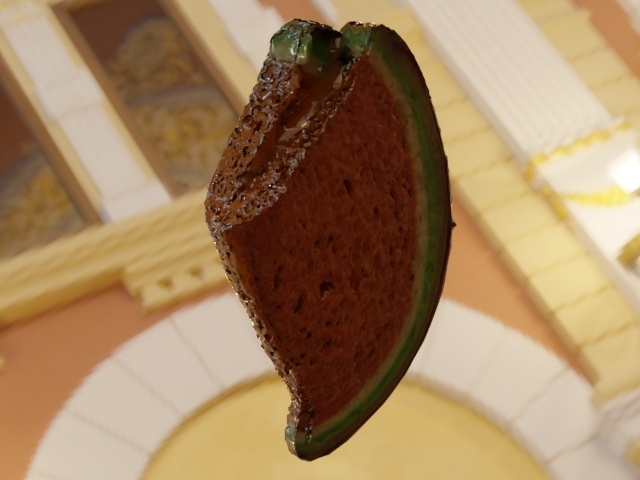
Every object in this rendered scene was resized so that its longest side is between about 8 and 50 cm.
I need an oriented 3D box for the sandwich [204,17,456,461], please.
[{"bbox_3d":[0.002,-0.004,0.418,0.069,0.026,0.101,-34,-58,-32],"label":"sandwich"}]
